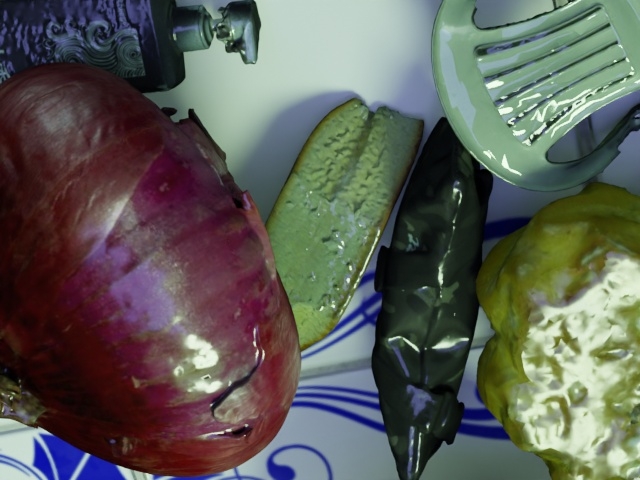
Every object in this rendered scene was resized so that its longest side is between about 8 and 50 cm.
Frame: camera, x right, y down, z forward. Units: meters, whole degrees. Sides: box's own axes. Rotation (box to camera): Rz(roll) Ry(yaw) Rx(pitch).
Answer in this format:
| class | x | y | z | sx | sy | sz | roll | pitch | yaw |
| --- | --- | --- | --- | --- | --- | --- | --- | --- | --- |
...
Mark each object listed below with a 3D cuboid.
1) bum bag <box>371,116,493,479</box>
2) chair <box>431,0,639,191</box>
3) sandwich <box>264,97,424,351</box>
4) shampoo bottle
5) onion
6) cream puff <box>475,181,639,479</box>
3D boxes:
| class | x | y | z | sx | sy | sz | roll | pitch | yaw |
| --- | --- | --- | --- | --- | --- | --- | --- | --- | --- |
| bum bag | 0.090 | 0.062 | 0.824 | 0.095 | 0.144 | 0.340 | 9 | 111 | 6 |
| chair | 0.242 | -0.170 | 0.708 | 0.274 | 0.190 | 0.203 | -21 | 107 | 43 |
| sandwich | 0.000 | 0.000 | 0.843 | 0.094 | 0.096 | 0.258 | 25 | 108 | 3 |
| shampoo bottle | -0.204 | -0.170 | 0.815 | 0.309 | 0.071 | 0.098 | -5 | 106 | 6 |
| onion | -0.181 | 0.047 | 0.738 | 0.285 | 0.347 | 0.348 | -35 | 107 | -27 |
| cream puff | 0.257 | 0.074 | 0.788 | 0.281 | 0.185 | 0.282 | 2 | 108 | 6 |
